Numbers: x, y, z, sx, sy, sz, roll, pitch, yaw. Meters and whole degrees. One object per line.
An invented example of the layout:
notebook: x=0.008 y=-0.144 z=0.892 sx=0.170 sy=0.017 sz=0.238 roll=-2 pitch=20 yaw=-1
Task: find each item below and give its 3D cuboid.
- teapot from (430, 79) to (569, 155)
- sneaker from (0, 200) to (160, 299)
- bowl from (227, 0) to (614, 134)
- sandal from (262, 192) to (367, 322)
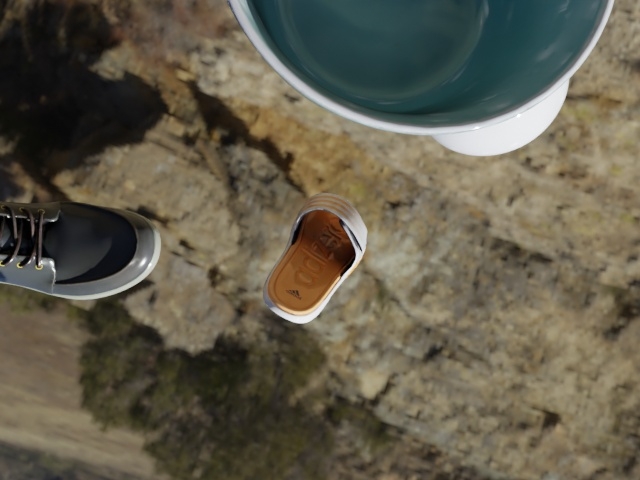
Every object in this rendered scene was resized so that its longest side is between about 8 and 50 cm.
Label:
teapot: x=0.221 y=-0.253 z=1.622 sx=0.252 sy=0.256 sz=0.187 roll=16 pitch=165 yaw=28
sneaker: x=-0.255 y=0.003 z=0.967 sx=0.222 sy=0.083 sz=0.118 roll=0 pitch=172 yaw=16
bowl: x=0.060 y=-0.214 z=0.910 sx=0.311 sy=0.311 sz=0.163 roll=21 pitch=166 yaw=-6
sandal: x=0.009 y=0.006 z=1.429 sx=0.102 sy=0.265 sz=0.076 roll=30 pitch=125 yaw=-3
